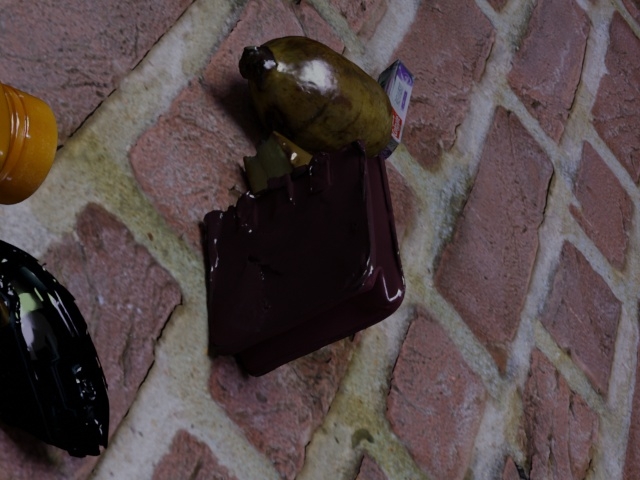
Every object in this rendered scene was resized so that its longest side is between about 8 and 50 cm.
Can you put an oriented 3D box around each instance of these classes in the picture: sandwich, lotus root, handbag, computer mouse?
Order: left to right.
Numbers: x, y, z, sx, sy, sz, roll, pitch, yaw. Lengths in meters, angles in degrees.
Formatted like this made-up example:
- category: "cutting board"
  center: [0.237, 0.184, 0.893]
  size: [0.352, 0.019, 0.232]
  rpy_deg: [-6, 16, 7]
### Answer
- category: "computer mouse"
  center: [-0.246, 0.075, 1.384]
  size: [0.241, 0.078, 0.146]
  rpy_deg: [55, 28, -3]
- category: "handbag"
  center: [-0.018, 0.017, 1.692]
  size: [0.074, 0.203, 0.216]
  rpy_deg: [44, 28, -40]
- category: "lotus root"
  center: [-0.010, -0.171, 1.998]
  size: [0.260, 0.128, 0.145]
  rpy_deg: [29, 23, -51]
- category: "sandwich"
  center: [0.000, 0.000, 1.857]
  size: [0.096, 0.094, 0.258]
  rpy_deg: [13, 47, -52]

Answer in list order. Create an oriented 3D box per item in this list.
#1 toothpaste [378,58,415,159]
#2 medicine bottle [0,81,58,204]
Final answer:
- category: "toothpaste"
  center: [0.098, -0.181, 2.288]
  size: [0.047, 0.040, 0.196]
  rpy_deg: [45, 29, -17]
- category: "medicine bottle"
  center: [-0.334, -0.103, 1.394]
  size: [0.222, 0.112, 0.149]
  rpy_deg: [20, 42, -50]
